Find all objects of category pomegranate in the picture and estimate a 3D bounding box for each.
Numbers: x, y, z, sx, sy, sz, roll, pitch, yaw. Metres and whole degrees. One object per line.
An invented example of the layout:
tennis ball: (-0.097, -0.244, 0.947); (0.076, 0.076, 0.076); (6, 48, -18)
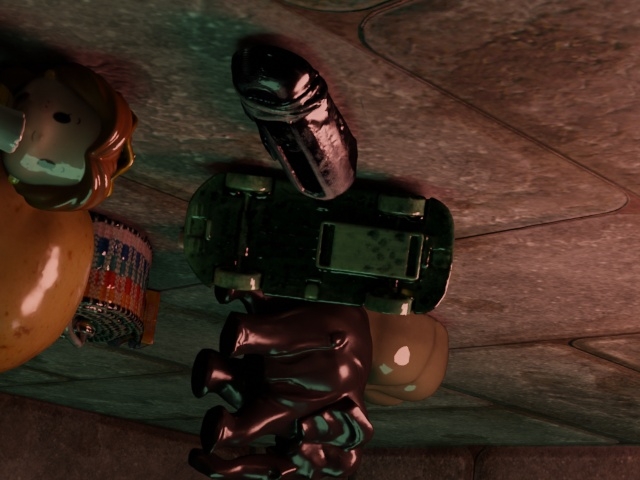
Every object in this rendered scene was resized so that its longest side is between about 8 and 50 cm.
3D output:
pomegranate: (-0.394, -0.001, 1.265); (0.319, 0.319, 0.319); (7, 163, 2)

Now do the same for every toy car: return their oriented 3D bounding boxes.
toy car: (0.000, 0.000, 1.367); (0.306, 0.136, 0.125); (7, -175, 4)

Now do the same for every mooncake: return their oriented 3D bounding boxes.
mooncake: (0.074, 0.181, 1.936); (0.275, 0.135, 0.275); (9, 160, 3)

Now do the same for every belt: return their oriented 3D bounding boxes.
belt: (-0.347, 0.068, 1.675); (0.207, 0.160, 0.295); (8, 163, -3)

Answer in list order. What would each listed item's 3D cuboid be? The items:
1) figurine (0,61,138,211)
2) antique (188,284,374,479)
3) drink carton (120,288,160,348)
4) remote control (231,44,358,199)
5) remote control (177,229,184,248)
figurine: (-0.286, -0.112, 1.098); (0.263, 0.142, 0.189); (16, -167, -31)
antique: (-0.044, 0.202, 1.716); (0.255, 0.322, 0.185); (15, 179, -25)
drink carton: (-0.382, 0.110, 1.945); (0.223, 0.096, 0.071); (14, 162, -26)
remote control: (-0.023, -0.105, 1.124); (0.090, 0.066, 0.266); (-1, 162, 14)
remote control: (-0.093, 0.008, 1.597); (0.190, 0.029, 0.087); (-1, 162, 25)
